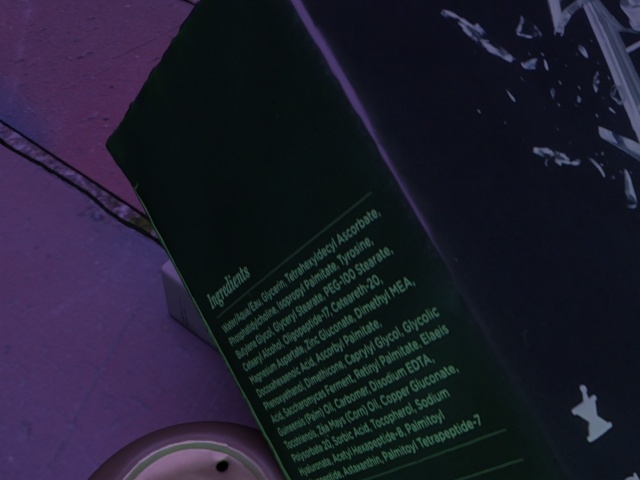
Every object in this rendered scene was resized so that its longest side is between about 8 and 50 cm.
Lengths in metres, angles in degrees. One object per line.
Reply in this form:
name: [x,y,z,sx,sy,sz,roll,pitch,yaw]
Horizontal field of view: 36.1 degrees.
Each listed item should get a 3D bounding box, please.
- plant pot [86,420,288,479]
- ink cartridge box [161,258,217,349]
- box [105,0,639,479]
plant pot: [-0.094,0.257,0.779,0.284,0.191,0.284,0,52,0]
ink cartridge box: [-0.038,0.059,1.001,0.208,0.087,0.153,33,58,22]
box: [0.180,0.000,0.755,0.480,0.297,0.472,-25,80,-35]
